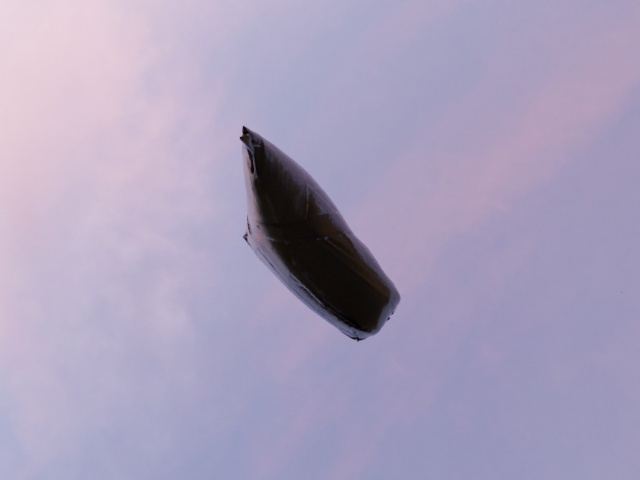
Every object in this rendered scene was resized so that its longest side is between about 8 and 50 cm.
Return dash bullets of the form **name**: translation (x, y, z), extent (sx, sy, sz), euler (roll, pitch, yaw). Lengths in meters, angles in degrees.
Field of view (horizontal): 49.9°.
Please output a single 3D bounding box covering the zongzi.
- **zongzi**: translation (0.000, 0.000, 0.906), extent (0.260, 0.289, 0.123), euler (43, -107, 14)
